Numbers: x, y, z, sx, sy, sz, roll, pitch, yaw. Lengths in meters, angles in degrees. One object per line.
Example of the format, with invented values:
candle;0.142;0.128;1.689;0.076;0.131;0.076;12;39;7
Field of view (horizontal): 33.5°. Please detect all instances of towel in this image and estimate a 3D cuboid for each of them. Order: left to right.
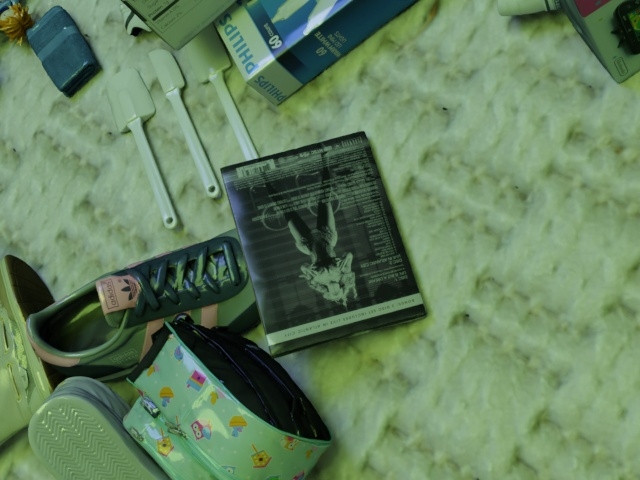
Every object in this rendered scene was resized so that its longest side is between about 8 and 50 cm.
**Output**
towel;-0.333;-0.246;1.377;0.067;0.029;0.119;-40;61;11

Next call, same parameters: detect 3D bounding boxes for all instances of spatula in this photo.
spatula;-0.163;-0.138;1.272;0.168;0.019;0.242;-28;66;10

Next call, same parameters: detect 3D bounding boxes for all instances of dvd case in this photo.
dvd case;0.000;0.000;1.114;0.164;0.018;0.221;-15;66;-5

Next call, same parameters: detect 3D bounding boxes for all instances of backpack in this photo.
backpack;-0.088;0.180;1.054;0.188;0.166;0.144;31;91;33

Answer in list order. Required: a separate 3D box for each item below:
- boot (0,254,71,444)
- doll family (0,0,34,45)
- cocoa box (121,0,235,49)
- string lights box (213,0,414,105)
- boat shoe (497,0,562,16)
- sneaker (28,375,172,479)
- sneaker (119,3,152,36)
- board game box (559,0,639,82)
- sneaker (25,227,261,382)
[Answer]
boot;-0.385;0.139;1.264;0.165;0.077;0.213;-34;64;16
doll family;-0.471;-0.288;1.425;0.163;0.118;0.263;22;67;35
cocoa box;-0.196;-0.436;1.207;0.231;0.228;0.347;-39;47;10
string lights box;0.009;-0.286;1.195;0.259;0.076;0.133;-35;63;13
boat shoe;0.202;-0.358;1.114;0.084;0.095;0.258;-10;70;18
sneaker;-0.186;0.265;1.114;0.108;0.169;0.293;-33;98;-4
sneaker;-0.199;-0.282;1.322;0.109;0.040;0.044;-10;87;27
board game box;0.350;-0.303;0.952;0.303;0.224;0.098;-35;62;13
sneaker;-0.168;0.063;1.145;0.319;0.131;0.112;-28;65;11
